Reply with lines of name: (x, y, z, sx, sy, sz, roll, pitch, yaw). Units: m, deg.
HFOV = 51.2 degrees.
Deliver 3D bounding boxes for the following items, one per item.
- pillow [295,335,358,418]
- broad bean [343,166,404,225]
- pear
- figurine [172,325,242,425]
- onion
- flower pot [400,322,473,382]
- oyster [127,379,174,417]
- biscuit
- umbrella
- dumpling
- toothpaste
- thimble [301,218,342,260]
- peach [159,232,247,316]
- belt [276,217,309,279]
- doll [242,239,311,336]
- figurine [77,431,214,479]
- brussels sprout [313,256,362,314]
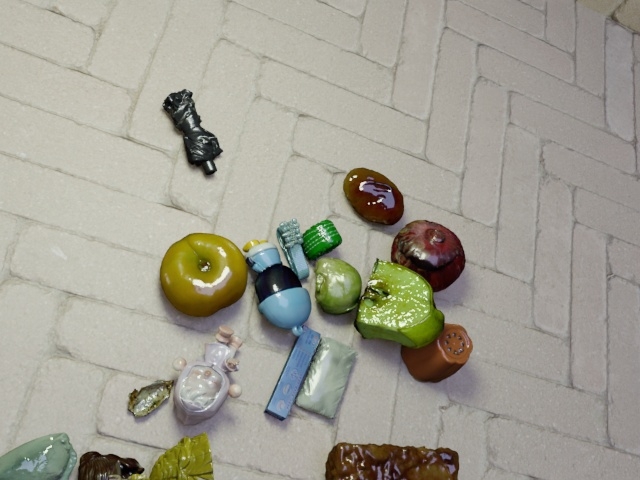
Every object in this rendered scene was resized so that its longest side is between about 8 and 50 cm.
pillow: (0.020, 0.399, 1.957, 0.128, 0.051, 0.229, 28, 63, -8)
broad bean: (0.176, -0.144, 2.206, 0.228, 0.122, 0.156, 35, 85, 0)
pear: (0.255, 0.197, 2.012, 0.255, 0.164, 0.238, 9, 59, 21)
figurine: (-0.297, 0.362, 1.790, 0.200, 0.133, 0.276, 26, 56, 2)
onion: (0.350, 0.044, 2.166, 0.246, 0.190, 0.246, 7, 52, -9)
flower pot: (0.370, 0.335, 2.068, 0.191, 0.173, 0.190, 9, 65, -19)
oyster: (-0.444, 0.416, 1.760, 0.132, 0.029, 0.086, -6, 78, -29)
biscuit: (0.189, 0.735, 1.828, 0.395, 0.166, 0.342, 13, 64, -20)
umbrella: (-0.385, -0.328, 2.046, 0.110, 0.122, 0.272, -29, 85, 14)
dumpling: (-0.676, 0.546, 1.559, 0.217, 0.105, 0.149, -17, 71, -32)
toothpaste: (-0.078, 0.380, 1.923, 0.066, 0.053, 0.272, 28, 62, -7)
thimble: (0.000, 0.000, 2.066, 0.090, 0.130, 0.118, 59, 22, 8)
peach: (-0.328, 0.091, 1.871, 0.251, 0.153, 0.251, 5, 52, -6)
belt: (-0.078, 0.031, 2.037, 0.065, 0.100, 0.179, -19, 81, -25)
doll: (-0.127, 0.140, 1.949, 0.177, 0.141, 0.314, 5, 50, -54)
figurine: (-0.429, 0.581, 1.632, 0.315, 0.187, 0.168, -5, 76, -17)
brussels sprout: (0.053, 0.137, 2.037, 0.145, 0.131, 0.183, -2, 70, -1)
